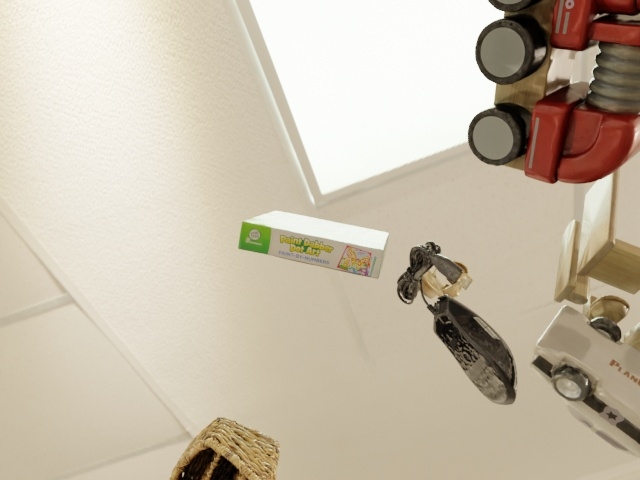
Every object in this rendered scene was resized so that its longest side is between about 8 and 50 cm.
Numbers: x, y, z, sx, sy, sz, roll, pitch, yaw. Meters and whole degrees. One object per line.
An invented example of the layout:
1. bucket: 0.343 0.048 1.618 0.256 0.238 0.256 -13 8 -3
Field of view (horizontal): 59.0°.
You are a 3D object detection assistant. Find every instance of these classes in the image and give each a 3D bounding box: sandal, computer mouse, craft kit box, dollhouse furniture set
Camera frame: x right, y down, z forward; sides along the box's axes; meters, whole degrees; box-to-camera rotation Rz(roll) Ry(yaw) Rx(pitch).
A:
1. sandal: 0.250 0.075 1.101 0.079 0.088 0.240 -36 -26 17
2. computer mouse: 0.223 0.112 0.852 0.060 0.262 0.184 -28 -30 -21
3. craft kit box: 0.000 0.000 1.059 0.247 0.250 0.061 9 -81 7
4. dollhouse furniture set: 0.344 0.029 0.609 0.151 0.123 0.144 23 -38 5

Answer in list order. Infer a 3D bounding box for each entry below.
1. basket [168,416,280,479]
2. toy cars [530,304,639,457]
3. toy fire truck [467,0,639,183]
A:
1. basket: -0.245 0.584 1.274 0.213 0.223 0.299 27 -79 -5
2. toy cars: 0.398 0.171 0.571 0.394 0.176 0.087 7 -45 -5
3. toy fire truck: 0.280 -0.155 0.485 0.158 0.246 0.217 -29 -51 -37
